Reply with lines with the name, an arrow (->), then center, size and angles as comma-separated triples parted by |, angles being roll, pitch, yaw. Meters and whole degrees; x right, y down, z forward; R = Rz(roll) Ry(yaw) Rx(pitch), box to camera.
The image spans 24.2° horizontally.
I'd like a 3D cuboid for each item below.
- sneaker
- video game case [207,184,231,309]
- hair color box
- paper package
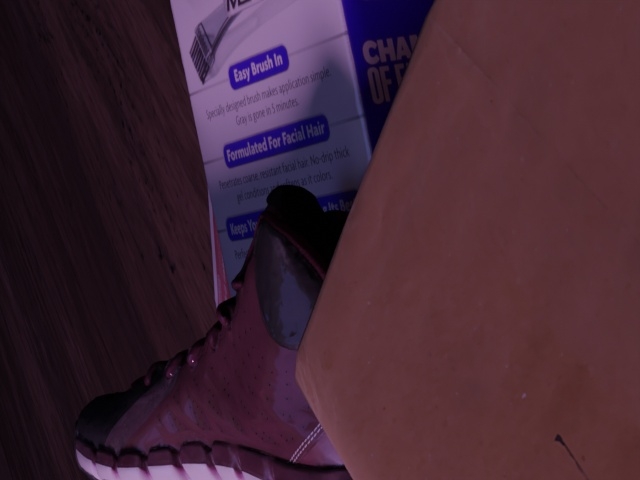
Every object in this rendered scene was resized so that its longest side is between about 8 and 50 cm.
sneaker -> -0.034, 0.053, 0.777 | 0.281, 0.106, 0.162 | 0, 95, 47
video game case -> -0.040, 0.043, 1.121 | 0.285, 0.025, 0.204 | -121, 25, -55
hair color box -> 0.028, -0.005, 0.838 | 0.185, 0.110, 0.339 | -9, 94, 59
paper package -> 0.160, 0.016, 0.358 | 0.325, 0.168, 0.309 | 53, 129, 48
